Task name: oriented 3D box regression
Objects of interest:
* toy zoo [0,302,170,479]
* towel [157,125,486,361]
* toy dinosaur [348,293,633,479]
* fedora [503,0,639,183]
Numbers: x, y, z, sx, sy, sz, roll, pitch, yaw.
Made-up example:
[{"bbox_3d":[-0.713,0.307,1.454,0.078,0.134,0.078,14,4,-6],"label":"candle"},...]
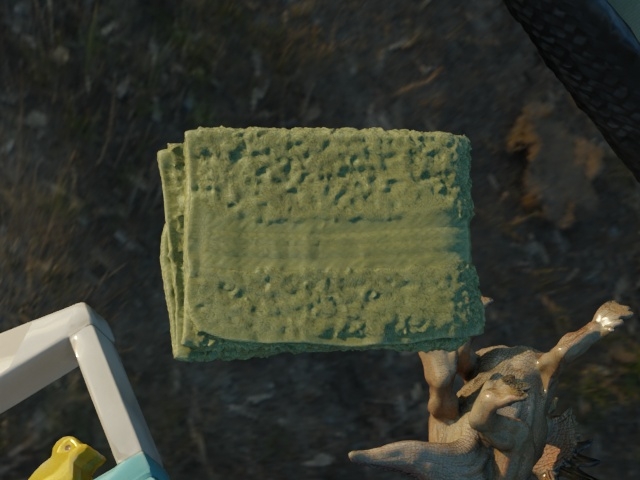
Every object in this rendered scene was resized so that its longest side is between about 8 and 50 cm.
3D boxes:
[{"bbox_3d":[-0.152,0.157,0.724,0.192,0.030,0.293,-32,56,5],"label":"toy zoo"},{"bbox_3d":[0.000,0.000,0.726,0.148,0.027,0.110,-2,82,-5],"label":"towel"},{"bbox_3d":[0.138,0.156,1.225,0.295,0.127,0.200,-32,133,-49],"label":"toy dinosaur"},{"bbox_3d":[0.086,-0.168,0.441,0.152,0.334,0.334,-33,90,15],"label":"fedora"}]
